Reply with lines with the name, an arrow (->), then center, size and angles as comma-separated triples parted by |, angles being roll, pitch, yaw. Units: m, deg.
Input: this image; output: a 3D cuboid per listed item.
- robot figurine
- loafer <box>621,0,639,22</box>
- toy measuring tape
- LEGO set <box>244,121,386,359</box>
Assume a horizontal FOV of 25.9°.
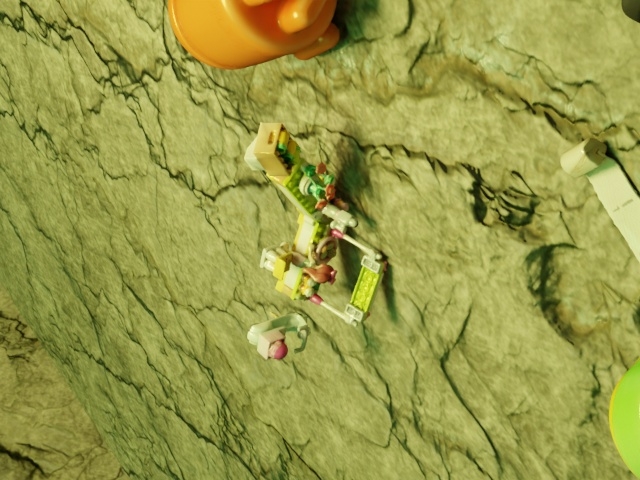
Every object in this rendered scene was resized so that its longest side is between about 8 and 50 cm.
robot figurine -> -0.069, -0.232, 1.324 | 0.219, 0.158, 0.128 | -4, 95, 62
loafer -> 0.257, -0.200, 0.843 | 0.078, 0.080, 0.220 | 42, 154, 16
toy measuring tape -> 0.252, 0.085, 1.072 | 0.330, 0.121, 0.121 | 60, 154, 3
LEGO set -> 0.000, 0.000, 1.444 | 0.107, 0.132, 0.287 | 31, 135, 32
